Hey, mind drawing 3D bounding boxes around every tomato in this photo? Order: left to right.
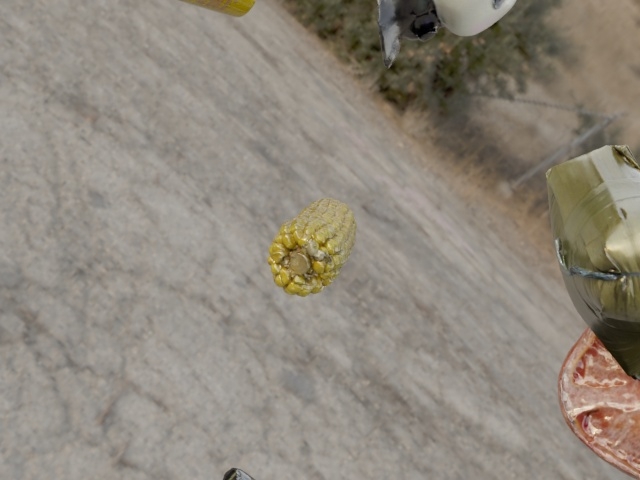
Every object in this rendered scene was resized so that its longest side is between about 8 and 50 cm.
[{"bbox_3d":[0.378,0.157,1.023,0.236,0.237,0.095,50,11,14],"label":"tomato"}]

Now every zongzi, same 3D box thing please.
[{"bbox_3d":[0.274,0.065,0.829,0.228,0.115,0.256,-80,157,-68],"label":"zongzi"}]

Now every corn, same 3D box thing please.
[{"bbox_3d":[-0.002,0.004,1.291,0.102,0.102,0.313,45,13,1],"label":"corn"}]

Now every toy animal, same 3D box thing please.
[{"bbox_3d":[0.151,-0.301,1.121,0.138,0.179,0.165,-11,92,-63],"label":"toy animal"}]

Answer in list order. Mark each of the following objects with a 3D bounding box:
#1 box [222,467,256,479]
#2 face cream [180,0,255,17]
[{"bbox_3d":[-0.061,0.560,1.431,0.345,0.204,0.251,42,6,-19],"label":"box"},{"bbox_3d":[-0.202,-0.337,1.136,0.273,0.078,0.078,7,39,-38],"label":"face cream"}]
